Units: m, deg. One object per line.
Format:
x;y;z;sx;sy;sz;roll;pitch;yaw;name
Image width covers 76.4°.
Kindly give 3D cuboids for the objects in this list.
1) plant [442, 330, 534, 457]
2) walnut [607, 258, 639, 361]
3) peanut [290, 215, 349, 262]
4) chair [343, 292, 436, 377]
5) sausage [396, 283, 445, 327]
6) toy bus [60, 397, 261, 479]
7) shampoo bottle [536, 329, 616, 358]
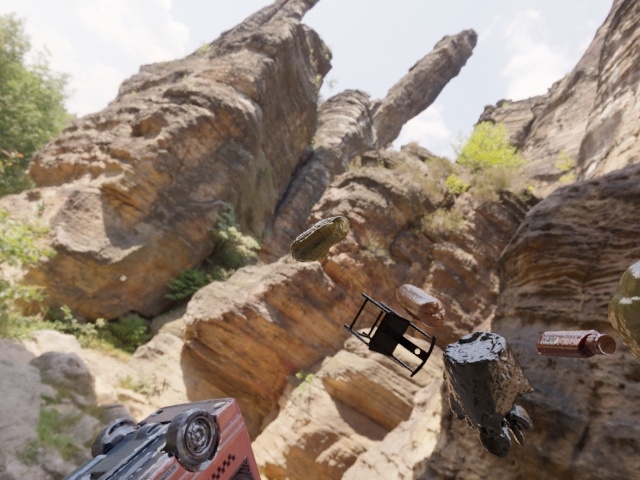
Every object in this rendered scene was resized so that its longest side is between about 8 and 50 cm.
0.446;0.395;1.074;0.199;0.188;0.276;-2;-73;70;plant
0.599;0.105;0.579;0.276;0.253;0.282;7;28;-36;walnut
0.000;0.000;1.141;0.093;0.194;0.083;56;17;-8;peanut
0.225;0.309;1.343;0.141;0.155;0.260;29;1;-42;chair
0.292;0.189;1.210;0.086;0.086;0.289;38;-1;-7;sausage
-0.265;0.390;0.500;0.203;0.427;0.233;-18;-85;27;toy bus
0.943;0.384;1.513;0.076;0.118;0.314;53;-14;6;shampoo bottle
